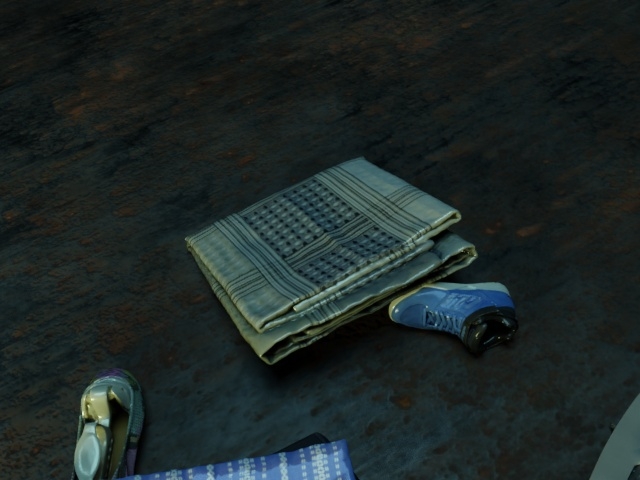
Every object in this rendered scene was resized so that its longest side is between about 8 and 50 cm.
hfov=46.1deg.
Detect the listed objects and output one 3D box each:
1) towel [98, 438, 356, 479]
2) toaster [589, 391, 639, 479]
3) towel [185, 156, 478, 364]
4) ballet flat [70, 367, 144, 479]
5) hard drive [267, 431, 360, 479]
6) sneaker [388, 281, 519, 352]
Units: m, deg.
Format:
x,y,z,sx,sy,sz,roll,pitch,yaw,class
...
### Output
x,y,z,sx,sy,sz,roll,pitch,yaw,class
-0.120,0.305,0.664,0.336,0.040,0.243,-8,43,-3,towel
0.328,0.244,0.689,0.186,0.110,0.168,25,52,31,toaster
0.000,0.000,1.001,0.312,0.056,0.324,-25,35,-15,towel
-0.242,0.215,0.838,0.077,0.079,0.221,-10,43,0,ballet flat
-0.007,0.309,0.717,0.172,0.054,0.254,-23,45,-14,hard drive
0.162,0.096,0.908,0.152,0.058,0.084,-3,35,-2,sneaker
